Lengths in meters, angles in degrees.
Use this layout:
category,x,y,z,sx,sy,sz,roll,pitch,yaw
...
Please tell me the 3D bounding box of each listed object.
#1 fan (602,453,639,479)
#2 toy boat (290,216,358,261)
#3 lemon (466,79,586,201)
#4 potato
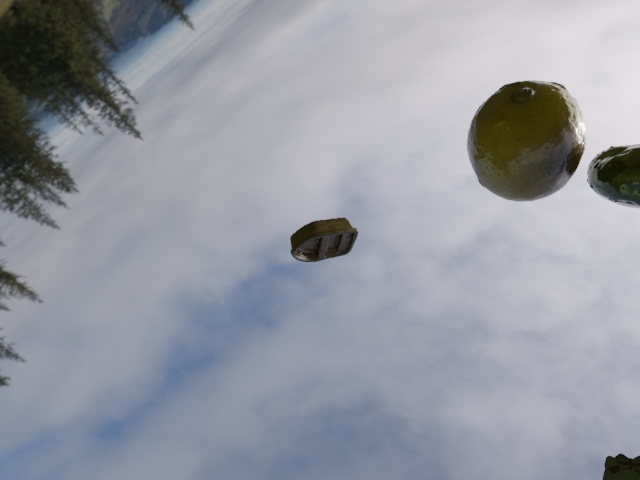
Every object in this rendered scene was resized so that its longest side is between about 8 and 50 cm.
category,x,y,z,sx,sy,sz,roll,pitch,yaw
fan,0.314,0.260,0.449,0.056,0.004,0.083,-26,-138,54
toy boat,0.000,0.000,1.218,0.188,0.116,0.061,-10,-126,-22
lemon,0.465,-0.221,1.017,0.261,0.284,0.260,-7,-103,33
potato,0.710,-0.145,1.007,0.186,0.148,0.253,0,-172,37
